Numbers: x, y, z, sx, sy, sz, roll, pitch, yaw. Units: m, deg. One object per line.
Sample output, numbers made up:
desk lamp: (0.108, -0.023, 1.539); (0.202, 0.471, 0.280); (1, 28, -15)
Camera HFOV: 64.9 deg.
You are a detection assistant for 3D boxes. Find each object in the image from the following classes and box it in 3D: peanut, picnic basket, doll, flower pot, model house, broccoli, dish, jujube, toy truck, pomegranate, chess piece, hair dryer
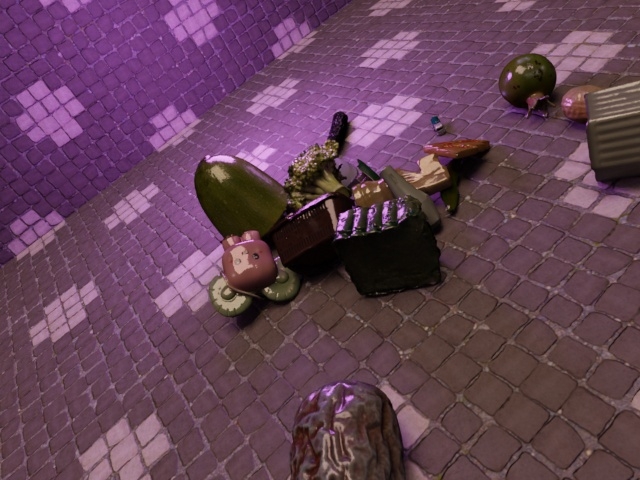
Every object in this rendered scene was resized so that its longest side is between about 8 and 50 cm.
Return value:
peanut: (0.824, -0.372, 1.437); (0.125, 0.111, 0.274); (-8, 31, -28)
picnic basket: (0.000, 0.000, 1.519); (0.296, 0.222, 0.129); (-30, 54, 27)
doll: (-0.217, 0.109, 1.598); (0.283, 0.216, 0.269); (-15, 58, -8)
flower pot: (0.773, -0.274, 1.257); (0.189, 0.209, 0.239); (-7, 47, 31)
model house: (0.144, -0.202, 1.733); (0.088, 0.117, 0.167); (-49, 11, 18)
broccoli: (0.020, -0.186, 1.647); (0.263, 0.246, 0.243); (-57, 39, 6)
dish: (-0.023, -0.233, 1.895); (0.316, 0.106, 0.317); (-20, 37, 16)
jujube: (0.049, 0.429, 0.978); (0.225, 0.226, 0.317); (-17, 43, 20)
toy truck: (0.427, -0.420, 1.836); (0.039, 0.044, 0.083); (-25, 36, 15)
pomegranate: (0.685, -0.498, 1.645); (0.181, 0.181, 0.224); (-17, 60, 20)
chess piece: (0.254, -0.163, 1.568); (0.300, 0.137, 0.137); (-21, 37, 20)
hair dryer: (0.196, -0.094, 1.493); (0.267, 0.229, 0.092); (-24, -4, 13)

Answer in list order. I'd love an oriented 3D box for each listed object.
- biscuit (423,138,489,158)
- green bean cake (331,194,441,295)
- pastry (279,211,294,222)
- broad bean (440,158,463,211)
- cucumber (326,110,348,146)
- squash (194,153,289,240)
biscuit: (0.432, -0.295, 1.597); (0.212, 0.041, 0.239); (0, 16, 13)
green bean cake: (0.181, 0.017, 1.332); (0.254, 0.241, 0.132); (-16, 33, 22)
pastry: (-0.081, -0.030, 1.712); (0.165, 0.088, 0.166); (-21, 34, 15)
broad bean: (0.406, -0.184, 1.573); (0.060, 0.043, 0.298); (-1, 44, 22)
cucumber: (0.066, -0.443, 2.111); (0.072, 0.072, 0.300); (-13, 40, 24)
squash: (-0.310, -0.164, 1.789); (0.310, 0.309, 0.310); (-37, 27, 22)
